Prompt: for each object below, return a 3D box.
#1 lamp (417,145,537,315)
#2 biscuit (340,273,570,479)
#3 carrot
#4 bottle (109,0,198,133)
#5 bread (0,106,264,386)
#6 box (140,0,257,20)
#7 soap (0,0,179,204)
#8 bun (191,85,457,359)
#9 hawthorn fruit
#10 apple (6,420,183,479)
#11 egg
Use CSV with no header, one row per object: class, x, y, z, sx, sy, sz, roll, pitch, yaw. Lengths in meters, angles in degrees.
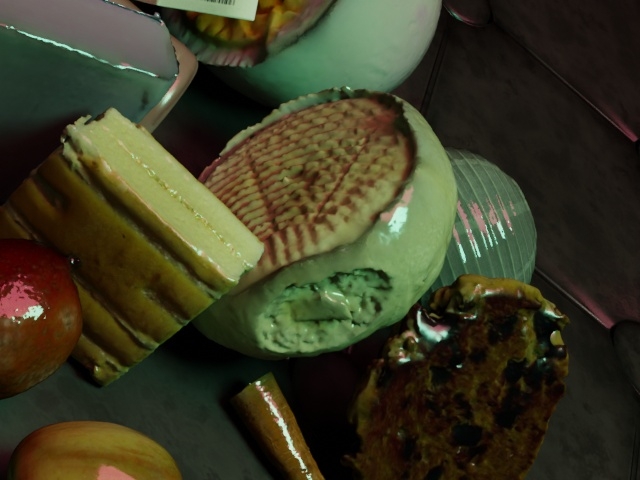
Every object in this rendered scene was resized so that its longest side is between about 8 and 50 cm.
lamp,0.163,-0.005,2.298,0.233,0.233,0.265,-5,70,-48
biscuit,0.159,0.191,2.079,0.289,0.334,0.081,21,11,-33
carrot,-0.029,0.258,2.013,0.061,0.061,0.209,-25,83,-53
bottle,-0.304,-0.238,2.034,0.297,0.173,0.206,41,14,-13
bread,-0.233,0.007,1.864,0.246,0.239,0.111,46,31,-9
box,-0.220,-0.335,2.174,0.164,0.256,0.069,2,102,-46
soap,-0.347,-0.163,1.846,0.296,0.285,0.107,17,50,-39
bun,0.003,0.000,2.034,0.202,0.364,0.364,56,29,-35
hawthorn fruit,-0.316,0.074,1.762,0.188,0.169,0.169,-28,79,-24
apple,-0.227,0.264,1.706,0.199,0.199,0.199,27,42,-28
egg,0.015,-0.328,2.329,0.340,0.354,0.354,26,41,-50
